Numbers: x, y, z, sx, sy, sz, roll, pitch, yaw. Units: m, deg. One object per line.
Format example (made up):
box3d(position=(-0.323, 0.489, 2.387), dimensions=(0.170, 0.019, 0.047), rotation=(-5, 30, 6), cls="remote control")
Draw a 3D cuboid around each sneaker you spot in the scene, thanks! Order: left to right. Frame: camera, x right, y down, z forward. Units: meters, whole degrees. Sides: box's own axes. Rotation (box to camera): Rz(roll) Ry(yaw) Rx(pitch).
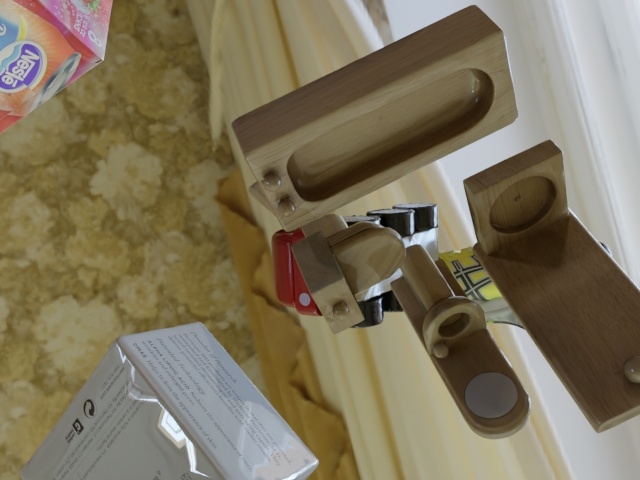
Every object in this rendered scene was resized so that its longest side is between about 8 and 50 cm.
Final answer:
box3d(position=(0.244, 0.052, 1.161), dimensions=(0.385, 0.147, 0.145), rotation=(7, 178, 7), cls="sneaker")

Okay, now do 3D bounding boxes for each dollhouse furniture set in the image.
box3d(position=(0.068, 0.007, 0.333), dimensions=(0.144, 0.123, 0.151), rotation=(-26, 136, 0), cls="dollhouse furniture set")

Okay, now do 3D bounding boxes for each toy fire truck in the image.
box3d(position=(0.000, 0.000, 0.954), dimensions=(0.246, 0.158, 0.217), rotation=(2, -170, 35), cls="toy fire truck")

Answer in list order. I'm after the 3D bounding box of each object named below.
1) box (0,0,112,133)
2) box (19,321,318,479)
box3d(position=(-0.266, -0.242, 0.635), dimensions=(0.142, 0.300, 0.154), rotation=(-28, 134, 20), cls="box")
box3d(position=(-0.135, 0.200, 0.685), dimensions=(0.181, 0.182, 0.119), rotation=(-51, 159, 19), cls="box")
